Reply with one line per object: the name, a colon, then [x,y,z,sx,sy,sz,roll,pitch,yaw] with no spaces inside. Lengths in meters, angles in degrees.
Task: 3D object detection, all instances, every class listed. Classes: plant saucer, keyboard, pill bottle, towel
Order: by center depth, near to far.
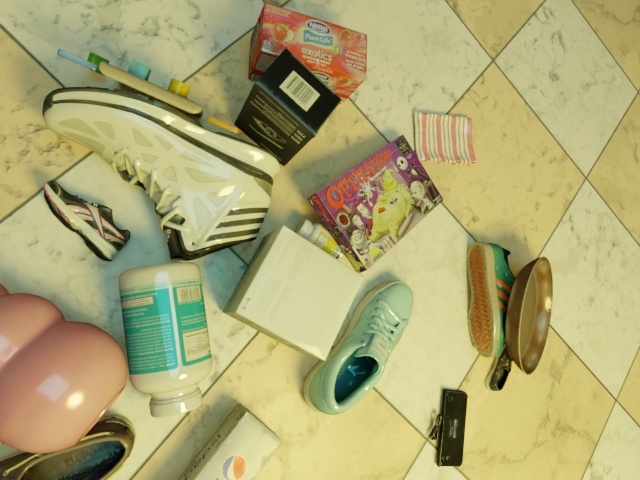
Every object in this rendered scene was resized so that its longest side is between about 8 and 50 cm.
pill bottle: [-0.283,0.179,0.797,0.146,0.146,0.264,-6,84,-23]
pill bottle: [0.000,0.000,0.987,0.116,0.065,0.065,34,71,-15]
keyboard: [0.316,0.466,1.071,0.108,0.023,0.180,15,75,-26]
plant saucer: [0.551,0.193,1.136,0.310,0.050,0.311,-11,104,-48]
towel: [0.348,-0.285,1.197,0.197,0.029,0.144,0,81,-23]

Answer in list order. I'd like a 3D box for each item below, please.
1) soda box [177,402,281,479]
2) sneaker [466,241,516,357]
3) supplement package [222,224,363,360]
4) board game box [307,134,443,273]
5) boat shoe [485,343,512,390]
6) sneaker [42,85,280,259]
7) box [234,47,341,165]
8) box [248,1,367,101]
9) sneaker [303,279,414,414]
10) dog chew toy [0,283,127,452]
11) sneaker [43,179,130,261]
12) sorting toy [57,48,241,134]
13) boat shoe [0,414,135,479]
soda box: [-0.207,0.463,0.814,0.098,0.091,0.286,44,68,-10]
sneaker: [0.467,0.154,1.135,0.121,0.108,0.302,6,78,-17]
supplement package: [-0.059,0.112,0.899,0.203,0.149,0.194,33,71,-15]
board game box: [0.148,-0.100,1.040,0.347,0.056,0.208,-38,93,-34]
boat shoe: [0.491,0.342,1.152,0.049,0.040,0.142,39,70,-12]
sneaker: [-0.305,-0.104,0.820,0.447,0.169,0.258,16,74,-22]
box: [-0.077,-0.273,0.921,0.153,0.207,0.108,39,69,-14]
box: [-0.029,-0.432,1.009,0.256,0.128,0.123,6,80,-21]
sneaker: [0.120,0.237,0.954,0.135,0.150,0.366,43,69,-12]
dog chew toy: [-0.487,0.181,0.692,0.331,0.206,0.207,39,69,-4]
sneaker: [-0.440,-0.046,0.819,0.178,0.072,0.077,52,55,-16]
sorting toy: [-0.312,-0.299,0.838,0.347,0.196,0.047,21,98,-19]
boat shoe: [-0.473,0.406,0.709,0.324,0.096,0.117,-22,91,-24]
